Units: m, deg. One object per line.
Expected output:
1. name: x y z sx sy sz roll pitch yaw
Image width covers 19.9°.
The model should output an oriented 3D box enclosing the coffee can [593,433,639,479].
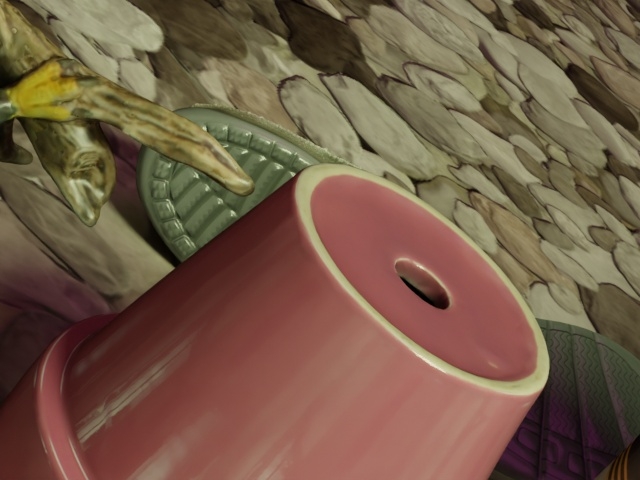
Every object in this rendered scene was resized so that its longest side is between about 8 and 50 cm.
1. coffee can: 0.188 0.168 0.764 0.201 0.275 0.201 32 25 -17

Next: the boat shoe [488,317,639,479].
1. boat shoe: 0.169 0.136 1.030 0.320 0.103 0.118 20 50 -28

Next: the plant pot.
1. plant pot: -0.012 0.074 0.751 0.201 0.180 0.201 31 26 -17

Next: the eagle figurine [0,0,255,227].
1. eagle figurine: -0.213 -0.019 0.668 0.226 0.225 0.298 10 40 39

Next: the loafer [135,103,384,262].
1. loafer: 0.000 0.000 1.023 0.251 0.094 0.087 33 13 -27
